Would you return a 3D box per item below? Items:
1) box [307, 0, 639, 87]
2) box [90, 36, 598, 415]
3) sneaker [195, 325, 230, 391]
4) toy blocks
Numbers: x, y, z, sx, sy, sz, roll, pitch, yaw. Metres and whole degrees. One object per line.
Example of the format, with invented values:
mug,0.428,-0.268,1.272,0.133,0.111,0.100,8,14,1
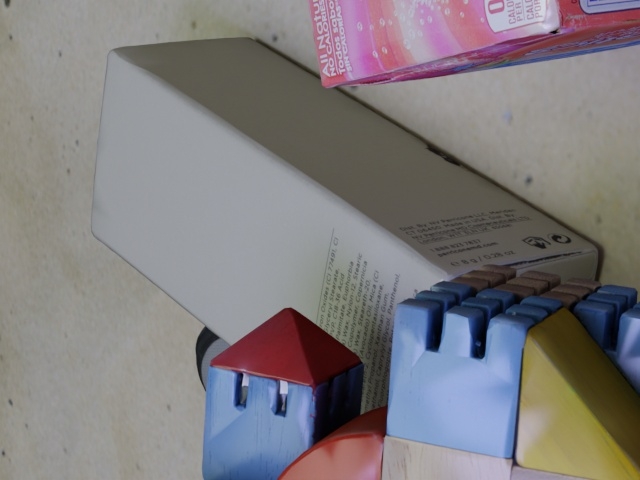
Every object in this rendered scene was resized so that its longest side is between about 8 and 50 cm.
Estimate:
box,0.070,-0.217,0.702,0.142,0.154,0.300,-7,94,54
box,0.000,0.000,0.906,0.275,0.094,0.113,37,127,44
sneaker,0.009,0.129,0.919,0.271,0.108,0.100,50,137,36
toy blocks,0.081,0.129,0.704,0.381,0.191,0.261,9,102,23
